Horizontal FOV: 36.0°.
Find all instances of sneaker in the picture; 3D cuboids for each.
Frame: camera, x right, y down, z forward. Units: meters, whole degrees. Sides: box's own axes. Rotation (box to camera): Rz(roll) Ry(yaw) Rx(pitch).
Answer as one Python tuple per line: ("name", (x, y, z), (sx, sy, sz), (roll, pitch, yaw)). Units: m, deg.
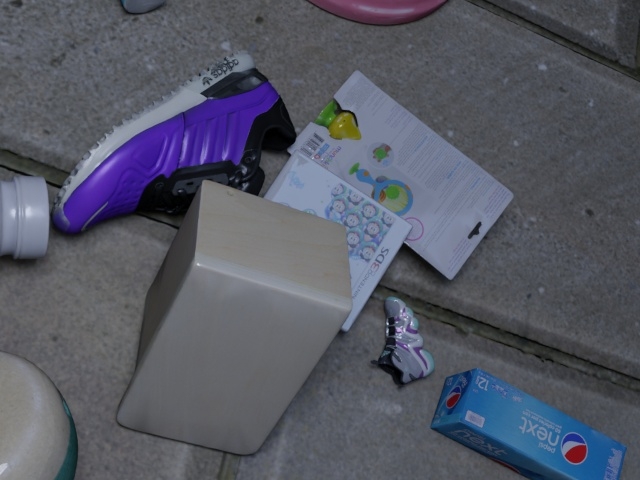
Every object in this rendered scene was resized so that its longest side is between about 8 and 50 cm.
("sneaker", (-0.135, -0.074, 1.024), (0.293, 0.102, 0.146), (-41, 93, -29))
("sneaker", (0.080, 0.115, 1.092), (0.069, 0.038, 0.098), (-24, 83, -29))

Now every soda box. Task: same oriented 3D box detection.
("soda box", (0.235, 0.222, 1.106), (0.210, 0.071, 0.067), (29, 65, -13))

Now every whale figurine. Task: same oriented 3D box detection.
("whale figurine", (-0.337, 0.210, 0.835), (0.272, 0.141, 0.216), (-25, 48, -10))

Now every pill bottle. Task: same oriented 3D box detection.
("pill bottle", (-0.354, -0.021, 0.906), (0.194, 0.108, 0.108), (0, 73, -24))

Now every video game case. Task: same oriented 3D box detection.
("video game case", (0.000, 0.000, 1.077), (0.157, 0.019, 0.143), (33, 77, -1))

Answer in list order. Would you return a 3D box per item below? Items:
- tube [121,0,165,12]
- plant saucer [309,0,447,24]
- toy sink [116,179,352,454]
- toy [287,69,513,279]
("tube", (-0.231, -0.357, 1.108), (0.080, 0.052, 0.207), (-14, 74, -32))
("plant saucer", (0.061, -0.438, 1.241), (0.332, 0.084, 0.332), (8, 70, -22))
("toy sink", (-0.089, 0.079, 0.963), (0.153, 0.234, 0.131), (17, 38, -17))
("toy", (0.090, -0.073, 1.148), (0.237, 0.056, 0.137), (40, 71, -1))
